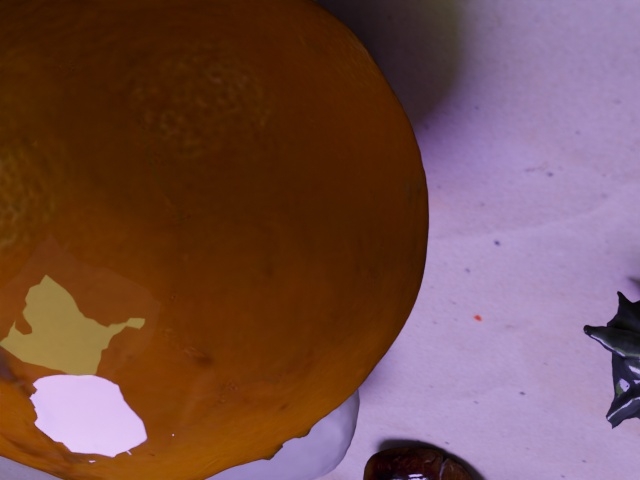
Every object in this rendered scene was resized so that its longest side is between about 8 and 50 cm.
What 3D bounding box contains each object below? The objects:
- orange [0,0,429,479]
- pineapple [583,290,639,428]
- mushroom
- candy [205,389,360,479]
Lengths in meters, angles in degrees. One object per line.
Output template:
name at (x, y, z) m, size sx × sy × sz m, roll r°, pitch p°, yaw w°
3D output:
orange at (-0.094, -0.012, 0.590) m, size 0.312 × 0.312 × 0.312 m, roll 21°, pitch 146°, yaw 15°
pineapple at (0.279, 0.087, 0.599) m, size 0.248 × 0.128 × 0.128 m, roll 5°, pitch 139°, yaw 41°
mushroom at (0.099, 0.244, 1.009) m, size 0.123 × 0.052 × 0.123 m, roll 20°, pitch 149°, yaw 12°
candy at (-0.167, 0.084, 0.896) m, size 0.427 × 0.186 × 0.386 m, roll 25°, pitch 143°, yaw 1°
